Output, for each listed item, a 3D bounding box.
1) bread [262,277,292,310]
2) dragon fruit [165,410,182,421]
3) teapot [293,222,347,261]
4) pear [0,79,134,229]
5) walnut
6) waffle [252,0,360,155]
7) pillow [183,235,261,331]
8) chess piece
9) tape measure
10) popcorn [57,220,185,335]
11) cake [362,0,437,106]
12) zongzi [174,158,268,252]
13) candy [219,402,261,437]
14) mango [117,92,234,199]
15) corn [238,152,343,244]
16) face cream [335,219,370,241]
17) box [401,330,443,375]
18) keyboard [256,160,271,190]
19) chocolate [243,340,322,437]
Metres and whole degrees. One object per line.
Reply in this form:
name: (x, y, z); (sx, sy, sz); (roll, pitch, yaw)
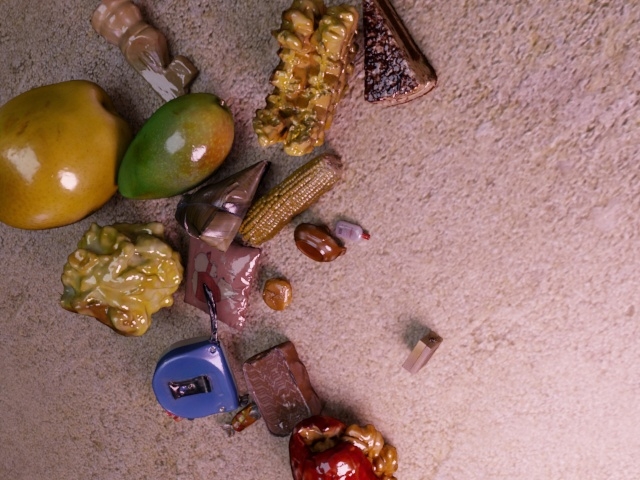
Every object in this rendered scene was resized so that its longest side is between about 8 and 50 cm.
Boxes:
bread: (-0.104, 0.129, 1.630); (0.081, 0.046, 0.083); (45, 115, 13)
dragon fruit: (-0.384, 0.423, 1.804); (0.068, 0.112, 0.126); (8, 108, 49)
teapot: (0.000, 0.000, 1.540); (0.129, 0.078, 0.098); (30, 153, 12)
pear: (-0.685, -0.214, 1.721); (0.418, 0.362, 0.362); (-41, 77, 2)
walnut: (0.059, 0.524, 1.506); (0.244, 0.221, 0.269); (-18, 119, 5)
waffle: (-0.026, -0.345, 1.378); (0.151, 0.261, 0.324); (24, 123, 4)
pillow: (-0.260, 0.094, 1.687); (0.223, 0.084, 0.236); (23, 110, 27)
chess piece: (-0.441, -0.478, 1.686); (0.137, 0.137, 0.301); (-41, 91, 28)
tape measure: (-0.329, 0.291, 1.665); (0.215, 0.098, 0.351); (-14, 111, 1)
popcorn: (-0.513, 0.081, 1.715); (0.312, 0.312, 0.312); (5, 101, 28)
cake: (0.162, -0.403, 1.357); (0.135, 0.112, 0.246); (0, 96, 27)
zongzi: (-0.246, -0.113, 1.597); (0.221, 0.112, 0.242); (25, 85, 50)
candy: (-0.199, 0.469, 1.740); (0.182, 0.046, 0.053); (-39, 81, 26)
mango: (-0.363, -0.212, 1.618); (0.382, 0.201, 0.225); (-30, 50, 30)
corn: (-0.079, -0.092, 1.555); (0.320, 0.097, 0.097); (-37, 80, 26)
face cream: (0.074, -0.019, 1.519); (0.083, 0.021, 0.040); (19, 107, 25)
box: (0.224, 0.244, 1.447); (0.035, 0.079, 0.083); (38, 114, 20)
keyboard: (-0.175, -0.102, 1.622); (0.013, 0.061, 0.204); (31, 113, 0)
chocolate: (-0.087, 0.366, 1.633); (0.148, 0.093, 0.214); (-28, 84, 31)
